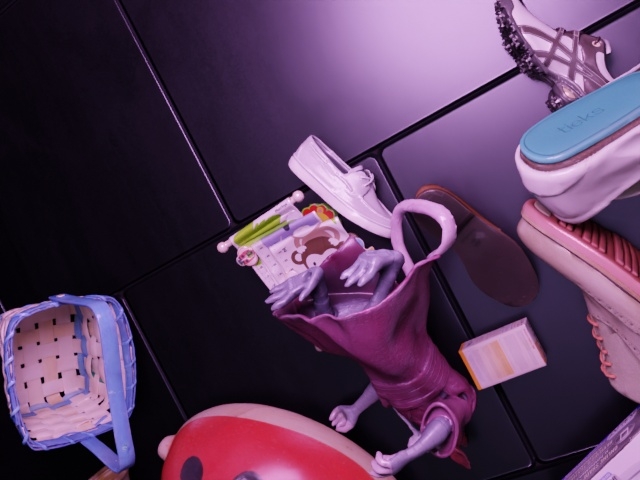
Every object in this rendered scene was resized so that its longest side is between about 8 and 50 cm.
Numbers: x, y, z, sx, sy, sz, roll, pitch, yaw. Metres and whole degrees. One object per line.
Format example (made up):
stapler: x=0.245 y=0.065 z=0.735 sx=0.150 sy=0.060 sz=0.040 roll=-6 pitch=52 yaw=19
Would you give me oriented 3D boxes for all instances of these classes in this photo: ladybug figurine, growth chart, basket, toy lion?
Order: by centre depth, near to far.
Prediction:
growth chart: x=-0.007 y=0.044 z=0.925 sx=0.172 sy=0.021 sz=0.237 roll=-39 pitch=100 yaw=17
toy lion: x=0.000 y=0.000 z=0.953 sx=0.096 sy=0.034 sz=0.100 roll=37 pitch=111 yaw=17
ladybug figurine: x=-0.064 y=0.420 z=0.984 sx=0.450 sy=0.162 sz=0.305 roll=20 pitch=107 yaw=15
basket: x=-0.379 y=0.197 z=1.017 sx=0.289 sy=0.201 sz=0.254 roll=11 pitch=107 yaw=50

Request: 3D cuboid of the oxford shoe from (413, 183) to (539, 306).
oxford shoe: x=0.207 y=0.000 z=0.860 sx=0.076 sy=0.076 sz=0.212 roll=-41 pitch=101 yaw=20

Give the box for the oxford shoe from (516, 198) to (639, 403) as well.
oxford shoe: x=0.374 y=0.112 z=0.784 sx=0.397 sy=0.140 sz=0.146 roll=43 pitch=119 yaw=10

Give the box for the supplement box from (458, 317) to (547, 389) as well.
supplement box: x=0.246 y=0.153 z=0.888 sx=0.098 sy=0.036 sz=0.062 roll=-27 pitch=90 yaw=22

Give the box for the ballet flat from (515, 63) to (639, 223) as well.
ballet flat: x=0.403 y=-0.151 z=0.719 sx=0.400 sy=0.139 sz=0.139 roll=-32 pitch=89 yaw=5

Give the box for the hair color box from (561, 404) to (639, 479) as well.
hair color box: x=0.470 y=0.388 z=0.795 sx=0.339 sy=0.110 sz=0.185 roll=41 pitch=111 yaw=15

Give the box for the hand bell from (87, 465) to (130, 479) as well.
hand bell: x=-0.313 y=0.510 z=1.137 sx=0.126 sy=0.126 sz=0.242 roll=-31 pitch=100 yaw=22

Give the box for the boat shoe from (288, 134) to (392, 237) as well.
boat shoe: x=0.041 y=-0.077 z=0.909 sx=0.184 sy=0.066 sz=0.063 roll=42 pitch=112 yaw=18

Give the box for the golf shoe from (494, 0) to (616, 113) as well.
golf shoe: x=0.289 y=-0.226 z=0.788 sx=0.094 sy=0.077 sz=0.198 roll=-38 pitch=93 yaw=11

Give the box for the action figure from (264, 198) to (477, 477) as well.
action figure: x=0.110 y=0.156 z=0.875 sx=0.275 sy=0.248 sz=0.370 roll=-46 pitch=114 yaw=-10
